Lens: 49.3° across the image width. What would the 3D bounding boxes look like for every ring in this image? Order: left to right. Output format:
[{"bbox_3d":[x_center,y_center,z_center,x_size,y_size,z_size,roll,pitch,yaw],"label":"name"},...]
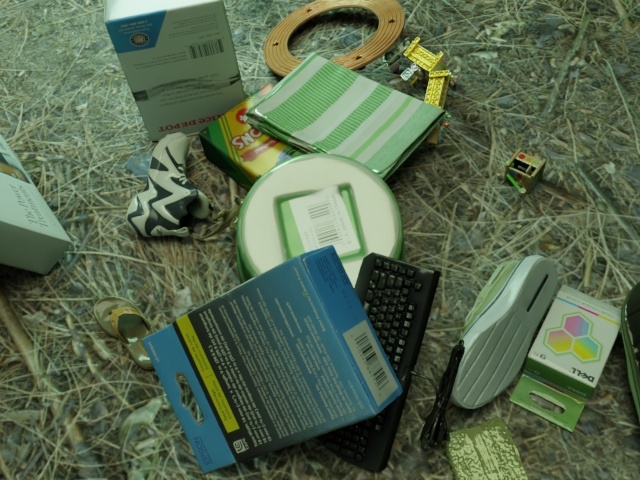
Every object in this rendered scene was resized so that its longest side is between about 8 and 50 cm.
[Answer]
[{"bbox_3d":[0.031,-0.468,1.604,0.336,0.032,0.337,-10,46,11],"label":"ring"}]

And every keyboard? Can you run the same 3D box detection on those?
[{"bbox_3d":[0.117,0.193,1.045,0.201,0.033,0.317,16,95,16],"label":"keyboard"}]

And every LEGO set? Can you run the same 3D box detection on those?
[{"bbox_3d":[0.241,-0.319,1.492,0.132,0.107,0.287,-33,55,25],"label":"LEGO set"}]

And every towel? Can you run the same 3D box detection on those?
[{"bbox_3d":[0.045,-0.249,1.379,0.324,0.038,0.248,29,59,23],"label":"towel"},{"bbox_3d":[0.250,0.344,1.034,0.110,0.027,0.148,-16,55,-5],"label":"towel"}]

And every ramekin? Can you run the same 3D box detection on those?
[{"bbox_3d":[0.000,0.000,1.183,0.303,0.148,0.304,0,71,1],"label":"ramekin"}]

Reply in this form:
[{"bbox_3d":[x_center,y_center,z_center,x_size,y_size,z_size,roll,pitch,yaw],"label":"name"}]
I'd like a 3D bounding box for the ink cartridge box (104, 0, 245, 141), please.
[{"bbox_3d":[-0.285,-0.374,1.433,0.223,0.308,0.129,-13,52,-3],"label":"ink cartridge box"}]

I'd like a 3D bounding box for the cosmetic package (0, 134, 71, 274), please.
[{"bbox_3d":[-0.671,-0.113,1.296,0.097,0.284,0.377,-50,59,11],"label":"cosmetic package"}]

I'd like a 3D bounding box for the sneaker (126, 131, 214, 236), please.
[{"bbox_3d":[-0.266,-0.104,1.369,0.152,0.094,0.235,12,57,12],"label":"sneaker"}]

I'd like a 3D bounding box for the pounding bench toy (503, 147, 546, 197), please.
[{"bbox_3d":[0.383,-0.126,1.344,0.065,0.052,0.083,30,62,24],"label":"pounding bench toy"}]

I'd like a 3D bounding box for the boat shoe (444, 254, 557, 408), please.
[{"bbox_3d":[0.284,0.147,1.140,0.302,0.109,0.094,-48,19,-25],"label":"boat shoe"}]

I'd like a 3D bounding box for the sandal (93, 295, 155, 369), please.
[{"bbox_3d":[-0.334,0.152,1.217,0.072,0.049,0.180,-37,59,-20],"label":"sandal"}]

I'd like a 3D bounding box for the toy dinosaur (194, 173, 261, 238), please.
[{"bbox_3d":[-0.165,-0.044,1.300,0.183,0.092,0.053,-43,90,9],"label":"toy dinosaur"}]

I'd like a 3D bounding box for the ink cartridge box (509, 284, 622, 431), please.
[{"bbox_3d":[0.395,0.183,1.113,0.108,0.062,0.209,25,61,21],"label":"ink cartridge box"}]

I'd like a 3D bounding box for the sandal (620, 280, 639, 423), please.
[{"bbox_3d":[0.521,0.202,1.081,0.120,0.086,0.303,6,70,3],"label":"sandal"}]

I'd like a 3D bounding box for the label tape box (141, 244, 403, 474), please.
[{"bbox_3d":[-0.080,0.183,1.046,0.333,0.106,0.241,-27,86,30],"label":"label tape box"}]

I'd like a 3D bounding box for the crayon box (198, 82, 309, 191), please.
[{"bbox_3d":[-0.067,-0.172,1.405,0.318,0.081,0.202,37,65,27],"label":"crayon box"}]
